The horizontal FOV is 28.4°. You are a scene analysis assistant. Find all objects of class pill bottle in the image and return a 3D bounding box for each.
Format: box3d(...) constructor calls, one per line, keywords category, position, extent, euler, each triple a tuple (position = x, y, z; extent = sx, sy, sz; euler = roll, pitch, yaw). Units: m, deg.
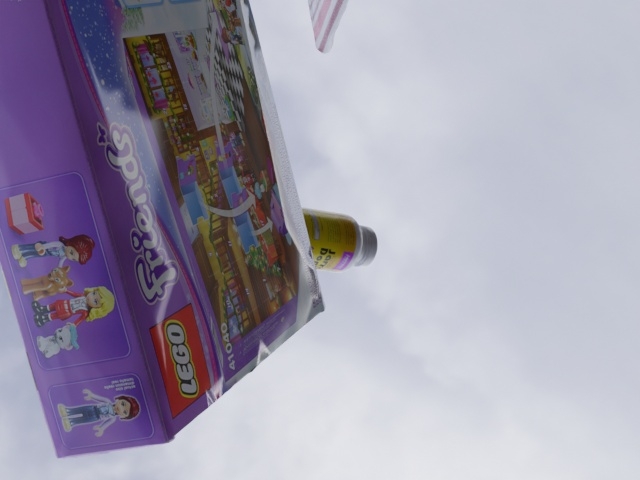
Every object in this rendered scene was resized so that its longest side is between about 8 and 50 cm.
box3d(category="pill bottle", position=(0.000, 0.000, 0.898), extent=(0.083, 0.043, 0.043), euler=(8, -112, -38))

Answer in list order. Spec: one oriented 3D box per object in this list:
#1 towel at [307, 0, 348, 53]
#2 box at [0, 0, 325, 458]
box3d(category="towel", position=(0.010, -0.303, 1.242), extent=(0.029, 0.144, 0.197), euler=(-2, -115, -14))
box3d(category="box", position=(-0.087, -0.075, 0.574), extent=(0.201, 0.057, 0.293), euler=(-34, -69, -68))
